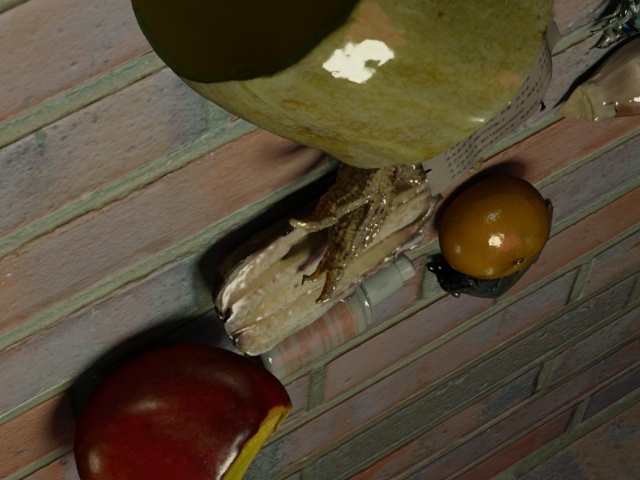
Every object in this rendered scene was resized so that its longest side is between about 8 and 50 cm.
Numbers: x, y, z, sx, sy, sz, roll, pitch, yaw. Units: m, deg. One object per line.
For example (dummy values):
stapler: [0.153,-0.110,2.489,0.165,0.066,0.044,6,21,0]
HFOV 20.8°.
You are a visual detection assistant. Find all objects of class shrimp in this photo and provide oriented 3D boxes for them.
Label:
shrimp: [0.269,0.017,2.536,0.178,0.075,0.289,-53,152,18]
shrimp: [0.390,-0.288,2.102,0.082,0.076,0.174,-5,142,-41]

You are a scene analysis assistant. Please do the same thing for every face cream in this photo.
face cream: [0.015,0.086,2.266,0.251,0.101,0.101,-30,157,-16]

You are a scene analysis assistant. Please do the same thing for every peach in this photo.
peach: [-0.169,0.241,2.132,0.245,0.249,0.275,27,131,-20]

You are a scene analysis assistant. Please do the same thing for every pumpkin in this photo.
pumpkin: [0.003,-0.226,1.359,0.332,0.332,0.199,-47,152,26]

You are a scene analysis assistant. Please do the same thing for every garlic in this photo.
garlic: [0.454,-0.213,2.324,0.266,0.148,0.129,-1,103,-48]

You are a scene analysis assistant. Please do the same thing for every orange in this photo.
orange: [0.235,-0.014,2.351,0.156,0.124,0.156,-33,158,-15]

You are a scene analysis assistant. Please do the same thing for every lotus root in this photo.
lotus root: [0.001,-0.001,2.106,0.329,0.078,0.167,-32,138,-18]

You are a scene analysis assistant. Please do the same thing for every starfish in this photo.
starfish: [0.061,-0.055,1.997,0.293,0.084,0.301,-52,156,-11]

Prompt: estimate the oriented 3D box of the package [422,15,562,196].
package: [0.192,-0.181,1.947,0.251,0.062,0.204,-54,152,-13]
